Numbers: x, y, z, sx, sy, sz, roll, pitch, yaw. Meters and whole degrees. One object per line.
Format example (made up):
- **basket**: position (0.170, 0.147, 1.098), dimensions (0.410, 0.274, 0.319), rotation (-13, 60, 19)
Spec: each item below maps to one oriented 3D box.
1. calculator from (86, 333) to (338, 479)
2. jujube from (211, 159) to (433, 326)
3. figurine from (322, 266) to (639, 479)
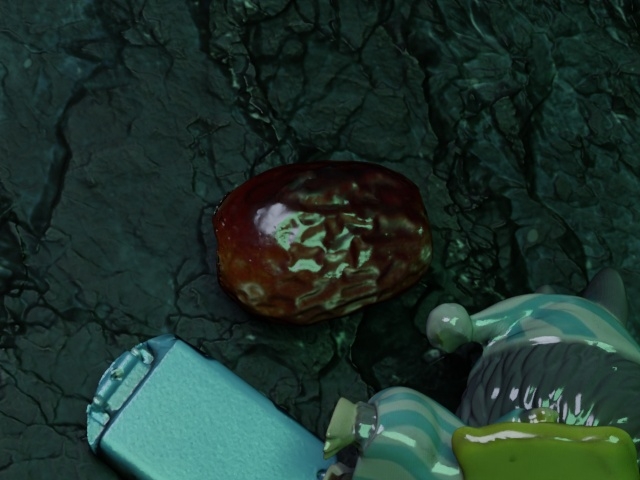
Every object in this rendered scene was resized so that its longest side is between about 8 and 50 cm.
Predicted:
- **calculator**: position (-0.113, 0.227, 1.811), dimensions (0.293, 0.051, 0.173), rotation (37, 65, 0)
- **jujube**: position (0.000, 0.000, 1.853), dimensions (0.243, 0.183, 0.183), rotation (-8, 73, -11)
- **figurine**: position (0.203, 0.183, 1.853), dimensions (0.361, 0.266, 0.378), rotation (13, 34, 3)
